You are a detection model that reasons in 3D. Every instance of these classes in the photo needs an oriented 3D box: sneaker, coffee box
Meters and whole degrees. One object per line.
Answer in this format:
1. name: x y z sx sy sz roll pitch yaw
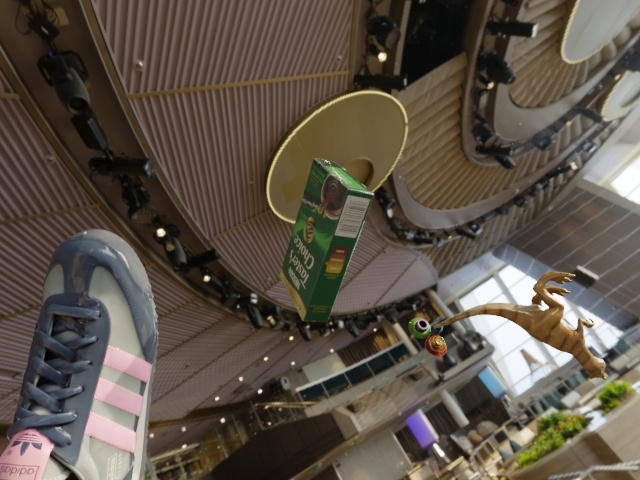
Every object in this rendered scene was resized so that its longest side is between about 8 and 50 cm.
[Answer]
1. sneaker: -0.231 0.150 0.380 0.112 0.320 0.131 1 4 5
2. coffee box: 0.000 0.000 0.526 0.040 0.113 0.184 6 -63 -27

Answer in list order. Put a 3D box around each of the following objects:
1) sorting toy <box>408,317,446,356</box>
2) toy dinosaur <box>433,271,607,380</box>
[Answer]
1. sorting toy: 0.246 0.206 0.901 0.061 0.102 0.042 -23 -30 -26
2. toy dinosaur: 0.258 0.093 0.480 0.064 0.211 0.112 109 -174 -68
